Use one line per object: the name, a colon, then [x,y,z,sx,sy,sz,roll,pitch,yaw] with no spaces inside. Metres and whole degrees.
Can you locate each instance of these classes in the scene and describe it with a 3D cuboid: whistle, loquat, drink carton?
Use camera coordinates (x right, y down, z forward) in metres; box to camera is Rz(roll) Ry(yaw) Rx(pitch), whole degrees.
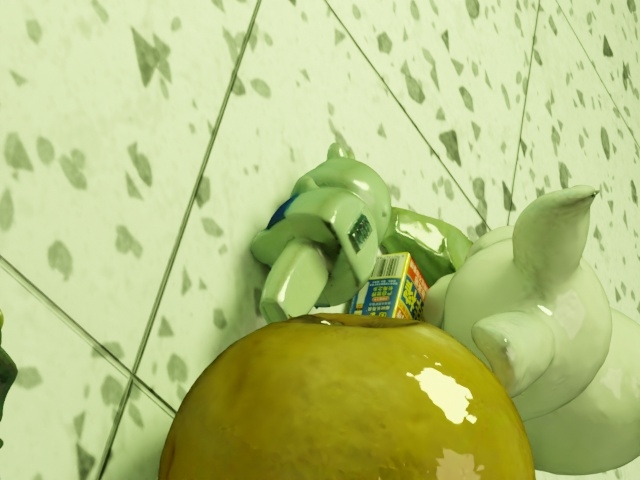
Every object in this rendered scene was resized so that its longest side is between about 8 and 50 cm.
whistle: [0.000,0.000,1.105,0.110,0.092,0.244,65,32,-23]
loquat: [0.023,0.184,0.912,0.275,0.275,0.274,27,56,-52]
drink carton: [0.055,0.097,1.192,0.071,0.056,0.165,55,40,-40]

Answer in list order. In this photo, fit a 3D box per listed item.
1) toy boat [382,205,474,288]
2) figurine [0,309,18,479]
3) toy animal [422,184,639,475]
toy boat: [0.156,0.061,1.369,0.293,0.055,0.093,48,39,-39]
figurine: [-0.232,0.149,0.577,0.261,0.186,0.381,62,25,-66]
toy animal: [0.216,0.093,1.175,0.367,0.241,0.196,47,60,-53]
